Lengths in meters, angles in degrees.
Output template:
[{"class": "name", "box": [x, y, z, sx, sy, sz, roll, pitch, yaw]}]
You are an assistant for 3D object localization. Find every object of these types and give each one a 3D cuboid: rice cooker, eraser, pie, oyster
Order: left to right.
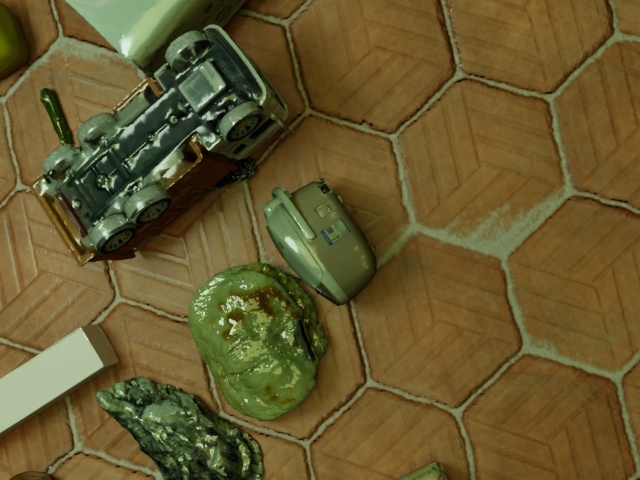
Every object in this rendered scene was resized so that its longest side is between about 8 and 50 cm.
[{"class": "eraser", "box": [-0.476, 0.246, 1.633, 0.298, 0.078, 0.076, -33, 85, 6]}, {"class": "oyster", "box": [-0.214, 0.312, 1.609, 0.199, 0.087, 0.252, -22, 98, 7]}, {"class": "pie", "box": [-0.094, 0.155, 1.580, 0.201, 0.090, 0.248, -29, 89, 3]}, {"class": "rice cooker", "box": [0.000, 0.000, 1.545, 0.127, 0.145, 0.206, -31, 82, -6]}]

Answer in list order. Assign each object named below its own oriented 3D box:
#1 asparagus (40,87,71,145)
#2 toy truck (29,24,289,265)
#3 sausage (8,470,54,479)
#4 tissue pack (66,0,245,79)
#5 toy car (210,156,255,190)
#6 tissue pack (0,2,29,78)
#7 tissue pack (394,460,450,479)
[{"class": "asparagus", "box": [-0.437, -0.200, 1.666, 0.025, 0.021, 0.108, -23, 86, 11]}, {"class": "toy truck", "box": [-0.229, -0.136, 1.532, 0.387, 0.207, 0.173, -39, 75, 13]}, {"class": "sausage", "box": [-0.498, 0.505, 1.618, 0.105, 0.105, 0.275, 19, 92, 7]}, {"class": "tissue pack", "box": [-0.230, -0.495, 1.545, 0.332, 0.205, 0.405, 43, 95, 11]}, {"class": "toy car", "box": [-0.146, -0.109, 1.623, 0.093, 0.025, 0.041, -17, 84, 13]}, {"class": "tissue pack", "box": [-0.576, -0.312, 1.635, 0.178, 0.127, 0.123, -23, 88, 7]}, {"class": "tissue pack", "box": [0.128, 0.464, 1.544, 0.222, 0.090, 0.186, -30, 87, 7]}]
